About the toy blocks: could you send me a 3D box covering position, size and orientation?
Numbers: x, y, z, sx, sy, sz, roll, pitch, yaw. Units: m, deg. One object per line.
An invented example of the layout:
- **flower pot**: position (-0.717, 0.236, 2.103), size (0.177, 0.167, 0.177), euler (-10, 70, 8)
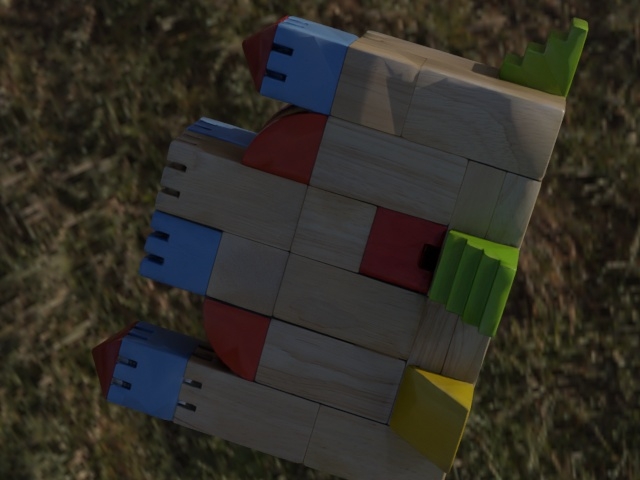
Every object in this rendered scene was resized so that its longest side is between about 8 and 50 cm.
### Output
- **toy blocks**: position (0.000, 0.000, 1.081), size (0.261, 0.381, 0.191), euler (18, 17, 5)
